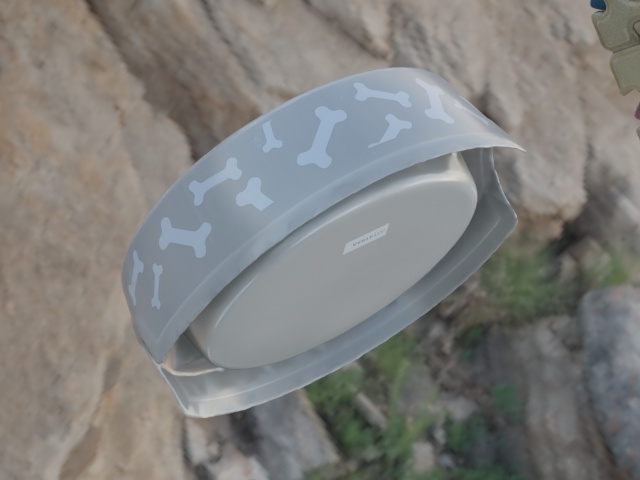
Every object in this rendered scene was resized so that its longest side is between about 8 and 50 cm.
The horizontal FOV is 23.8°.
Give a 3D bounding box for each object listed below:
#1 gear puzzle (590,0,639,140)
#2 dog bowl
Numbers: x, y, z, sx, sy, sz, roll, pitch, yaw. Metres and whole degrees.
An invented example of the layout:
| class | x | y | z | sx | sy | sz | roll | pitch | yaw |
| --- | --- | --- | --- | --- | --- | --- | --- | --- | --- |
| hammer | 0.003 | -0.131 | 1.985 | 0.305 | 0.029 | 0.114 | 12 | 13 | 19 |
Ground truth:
| class | x | y | z | sx | sy | sz | roll | pitch | yaw |
| --- | --- | --- | --- | --- | --- | --- | --- | --- | --- |
| gear puzzle | 0.300 | -0.159 | 0.845 | 0.044 | 0.339 | 0.175 | -31 | 101 | -43 |
| dog bowl | 0.000 | 0.000 | 1.193 | 0.349 | 0.349 | 0.102 | -9 | 58 | -49 |
